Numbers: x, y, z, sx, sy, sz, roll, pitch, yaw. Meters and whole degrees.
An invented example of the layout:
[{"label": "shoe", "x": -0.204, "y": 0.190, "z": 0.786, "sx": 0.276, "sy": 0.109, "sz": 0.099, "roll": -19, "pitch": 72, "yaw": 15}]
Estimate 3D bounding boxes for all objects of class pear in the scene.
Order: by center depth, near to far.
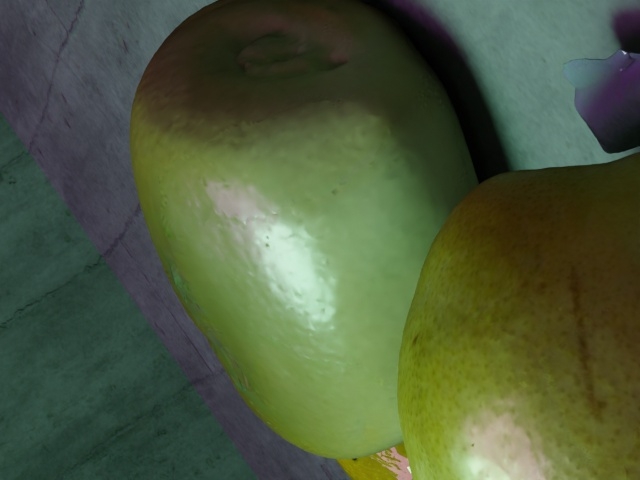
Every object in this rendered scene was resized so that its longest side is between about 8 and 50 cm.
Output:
[{"label": "pear", "x": 0.192, "y": 0.095, "z": 1.047, "sx": 0.314, "sy": 0.314, "sz": 0.314, "roll": 48, "pitch": 162, "yaw": 21}]

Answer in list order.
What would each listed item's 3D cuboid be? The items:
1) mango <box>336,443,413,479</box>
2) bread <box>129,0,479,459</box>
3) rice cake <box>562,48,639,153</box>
[{"label": "mango", "x": 0.051, "y": 0.172, "z": 1.850, "sx": 0.359, "sy": 0.144, "sz": 0.187, "roll": 40, "pitch": 155, "yaw": 49}, {"label": "bread", "x": 0.000, "y": 0.000, "z": 1.470, "sx": 0.348, "sy": 0.253, "sz": 0.376, "roll": 31, "pitch": 153, "yaw": 47}, {"label": "rice cake", "x": 0.225, "y": -0.105, "z": 0.988, "sx": 0.081, "sy": 0.051, "sz": 0.290, "roll": 47, "pitch": 163, "yaw": -7}]
